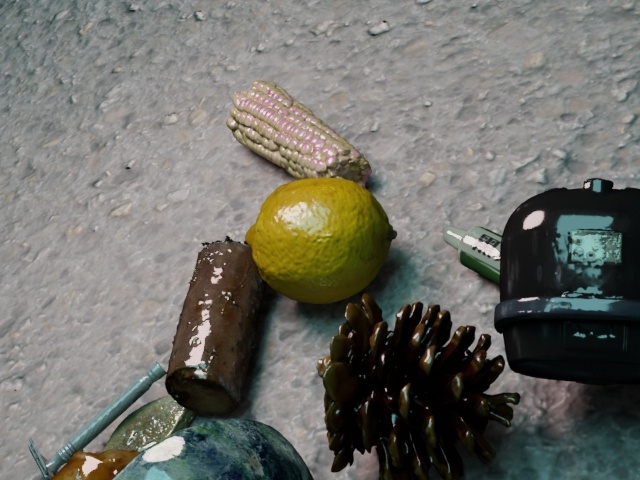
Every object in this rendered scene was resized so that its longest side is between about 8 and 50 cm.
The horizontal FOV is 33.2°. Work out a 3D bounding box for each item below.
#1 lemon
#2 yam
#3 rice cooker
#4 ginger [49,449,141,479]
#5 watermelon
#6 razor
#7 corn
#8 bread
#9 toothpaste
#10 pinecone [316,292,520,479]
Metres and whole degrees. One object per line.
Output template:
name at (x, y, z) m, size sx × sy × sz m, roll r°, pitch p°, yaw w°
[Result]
lemon at (0.000, 0.000, 1.617) m, size 0.231 × 0.192 × 0.192 m, roll -2°, pitch 47°, yaw 5°
yam at (-0.156, 0.124, 1.627) m, size 0.131 × 0.131 × 0.279 m, roll -8°, pitch 46°, yaw 21°
rice cooker at (0.336, 0.057, 1.298) m, size 0.267 × 0.267 × 0.224 m, roll 0°, pitch 76°, yaw 27°
ginger at (-0.326, 0.465, 1.361) m, size 0.254 × 0.176 × 0.418 m, roll 25°, pitch 69°, yaw 37°
watermelon at (-0.118, 0.353, 1.329) m, size 0.148 × 0.318 × 0.226 m, roll 42°, pitch 116°, yaw 41°
razor at (-0.326, 0.265, 1.600) m, size 0.232 × 0.068 × 0.106 m, roll -43°, pitch 32°, yaw -10°
corn at (-0.041, -0.171, 1.861) m, size 0.127 × 0.126 × 0.335 m, roll -39°, pitch 48°, yaw -11°
bread at (-0.272, 0.300, 1.588) m, size 0.112 × 0.036 × 0.193 m, roll 12°, pitch 56°, yaw 36°
toothpaste at (0.318, 0.064, 1.487) m, size 0.392 × 0.061 × 0.098 m, roll 30°, pitch 82°, yaw 40°
pinecone at (0.118, 0.197, 1.335) m, size 0.264 × 0.264 × 0.264 m, roll -14°, pitch 45°, yaw 15°
